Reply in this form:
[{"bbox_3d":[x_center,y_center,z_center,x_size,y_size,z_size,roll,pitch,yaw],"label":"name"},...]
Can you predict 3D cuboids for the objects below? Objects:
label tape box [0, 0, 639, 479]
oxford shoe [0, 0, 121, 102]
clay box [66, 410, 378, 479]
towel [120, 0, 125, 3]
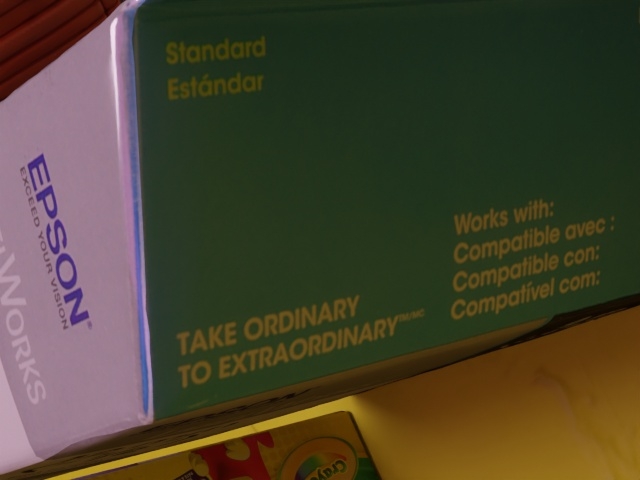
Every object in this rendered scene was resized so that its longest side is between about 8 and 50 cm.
[{"bbox_3d":[0.000,0.000,0.525,0.347,0.249,0.115,-21,81,51],"label":"label tape box"},{"bbox_3d":[-0.164,-0.065,0.715,0.133,0.130,0.364,48,159,33],"label":"oxford shoe"},{"bbox_3d":[-0.093,0.146,0.697,0.127,0.222,0.053,-47,62,46],"label":"clay box"},{"bbox_3d":[-0.079,-0.265,0.700,0.320,0.090,0.375,31,121,47],"label":"towel"}]
